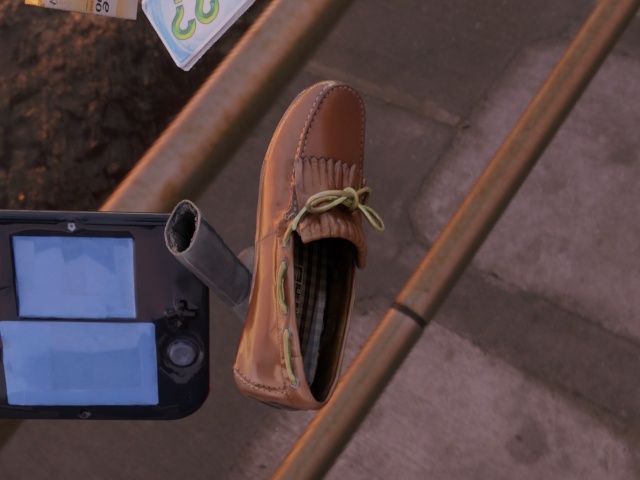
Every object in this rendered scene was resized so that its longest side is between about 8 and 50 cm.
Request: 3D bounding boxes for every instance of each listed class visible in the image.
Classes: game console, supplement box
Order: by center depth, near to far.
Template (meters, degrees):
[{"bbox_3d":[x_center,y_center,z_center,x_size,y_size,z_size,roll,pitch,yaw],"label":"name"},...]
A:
[{"bbox_3d":[-0.221,-0.244,0.832,0.036,0.098,0.062,21,109,48],"label":"supplement box"},{"bbox_3d":[-0.358,0.117,1.322,0.386,0.342,0.060,1,27,-4],"label":"game console"}]

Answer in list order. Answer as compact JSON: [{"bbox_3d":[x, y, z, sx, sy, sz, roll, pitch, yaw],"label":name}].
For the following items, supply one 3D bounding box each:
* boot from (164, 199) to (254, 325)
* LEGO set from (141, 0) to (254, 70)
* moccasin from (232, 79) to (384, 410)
[{"bbox_3d":[-0.142,0.019,1.265,0.076,0.208,0.190,-36,35,13],"label":"boot"},{"bbox_3d":[-0.054,-0.231,0.457,0.244,0.060,0.182,-36,81,32],"label":"LEGO set"},{"bbox_3d":[-0.002,-0.001,0.996,0.147,0.139,0.380,-5,64,47],"label":"moccasin"}]
